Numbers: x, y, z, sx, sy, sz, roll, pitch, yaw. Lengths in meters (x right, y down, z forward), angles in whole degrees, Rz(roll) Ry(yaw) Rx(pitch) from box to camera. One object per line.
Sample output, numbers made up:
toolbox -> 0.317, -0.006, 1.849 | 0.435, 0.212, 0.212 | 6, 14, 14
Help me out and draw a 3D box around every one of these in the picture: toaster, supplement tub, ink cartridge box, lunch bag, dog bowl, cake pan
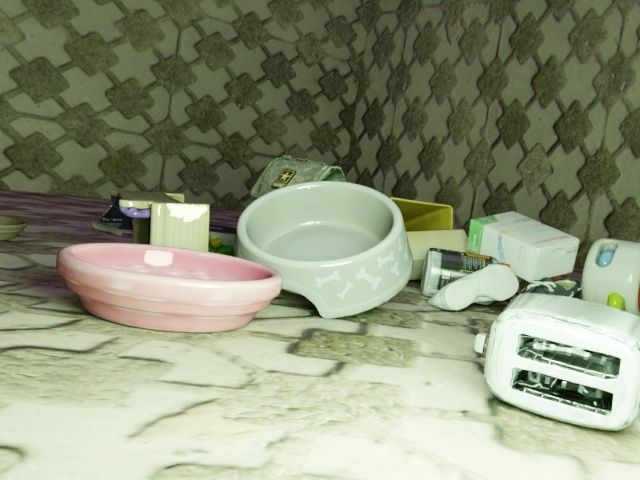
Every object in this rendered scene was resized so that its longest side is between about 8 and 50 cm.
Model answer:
toaster -> 0.303, 0.143, 0.808 | 0.227, 0.129, 0.146 | 13, 11, 29
supplement tub -> 0.334, 0.085, 1.572 | 0.190, 0.117, 0.117 | 9, 5, 4
ink cartridge box -> 0.485, 0.011, 1.645 | 0.154, 0.093, 0.212 | -10, 24, -31
lunch bag -> -0.066, -0.072, 1.742 | 0.169, 0.287, 0.235 | 4, 7, -42
dog bowl -> 0.000, 0.000, 1.279 | 0.349, 0.102, 0.349 | -2, 32, 1
cake pan -> -0.313, -0.010, 1.984 | 0.293, 0.054, 0.293 | 8, 4, -1

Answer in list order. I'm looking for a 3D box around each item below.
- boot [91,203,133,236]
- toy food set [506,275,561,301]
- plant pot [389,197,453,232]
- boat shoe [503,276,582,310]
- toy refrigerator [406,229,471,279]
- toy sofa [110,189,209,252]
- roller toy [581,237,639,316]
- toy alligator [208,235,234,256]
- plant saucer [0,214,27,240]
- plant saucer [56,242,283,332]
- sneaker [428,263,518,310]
boot -> -0.598, -0.067, 1.971 | 0.190, 0.086, 0.069 | 13, 7, 41
toy food set -> 0.468, 0.096, 1.690 | 0.232, 0.111, 0.104 | 7, 5, -1
plant pot -> 0.227, 0.007, 1.913 | 0.212, 0.212, 0.187 | 6, -7, -27
boat shoe -> 0.495, 0.126, 1.512 | 0.114, 0.091, 0.302 | 11, 6, 35
toy refrigerator -> 0.253, 0.035, 1.743 | 0.269, 0.094, 0.102 | -2, -34, -29
toy sofa -> -0.363, -0.023, 1.490 | 0.177, 0.150, 0.362 | 1, 7, -21
roller toy -> 0.741, 0.093, 1.712 | 0.146, 0.191, 0.209 | 11, 6, 36
toy alligator -> -0.249, 0.030, 1.670 | 0.190, 0.056, 0.051 | 13, 49, 37
plant saucer -> -0.813, -0.037, 1.539 | 0.278, 0.041, 0.278 | 8, 6, -1
plant saucer -> -0.225, 0.069, 1.030 | 0.332, 0.084, 0.332 | 7, 6, -1
sneaker -> 0.328, 0.103, 1.473 | 0.212, 0.080, 0.094 | -10, -7, -28
